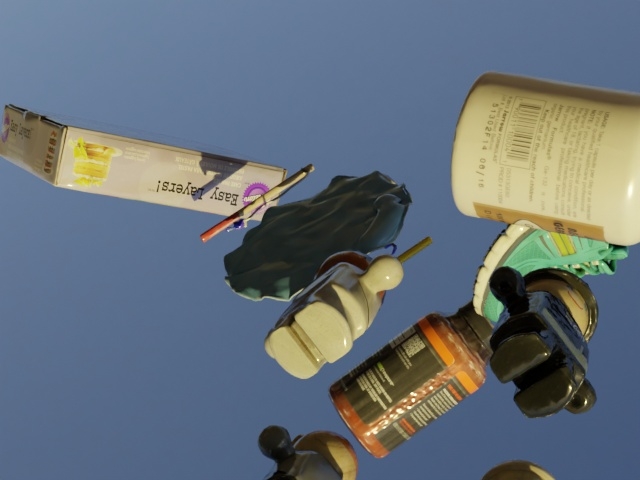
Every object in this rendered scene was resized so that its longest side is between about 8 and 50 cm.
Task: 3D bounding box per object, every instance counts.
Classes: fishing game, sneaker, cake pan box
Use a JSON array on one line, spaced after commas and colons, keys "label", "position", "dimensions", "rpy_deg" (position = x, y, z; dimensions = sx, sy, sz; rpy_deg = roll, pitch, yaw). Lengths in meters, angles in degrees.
[{"label": "fishing game", "position": [0.000, 0.000, 1.212], "dimensions": [0.189, 0.041, 0.264], "rpy_deg": [-35, -152, -15]}, {"label": "sneaker", "position": [0.248, -0.003, 1.326], "dimensions": [0.107, 0.110, 0.275], "rpy_deg": [-30, 162, -52]}, {"label": "cake pan box", "position": [-0.203, -0.088, 1.454], "dimensions": [0.267, 0.245, 0.070], "rpy_deg": [22, -81, 60]}]

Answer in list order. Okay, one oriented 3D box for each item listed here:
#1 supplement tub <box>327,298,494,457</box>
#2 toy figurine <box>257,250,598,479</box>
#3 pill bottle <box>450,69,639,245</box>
[{"label": "supplement tub", "position": [0.113, 0.151, 1.506], "dimensions": [0.198, 0.106, 0.106], "rpy_deg": [-36, -148, 4]}, {"label": "toy figurine", "position": [0.065, 0.110, 0.840], "dimensions": [0.209, 0.213, 0.148], "rpy_deg": [8, -163, 13]}, {"label": "pill bottle", "position": [0.237, -0.066, 1.143], "dimensions": [0.229, 0.131, 0.131], "rpy_deg": [12, -130, 21]}]
